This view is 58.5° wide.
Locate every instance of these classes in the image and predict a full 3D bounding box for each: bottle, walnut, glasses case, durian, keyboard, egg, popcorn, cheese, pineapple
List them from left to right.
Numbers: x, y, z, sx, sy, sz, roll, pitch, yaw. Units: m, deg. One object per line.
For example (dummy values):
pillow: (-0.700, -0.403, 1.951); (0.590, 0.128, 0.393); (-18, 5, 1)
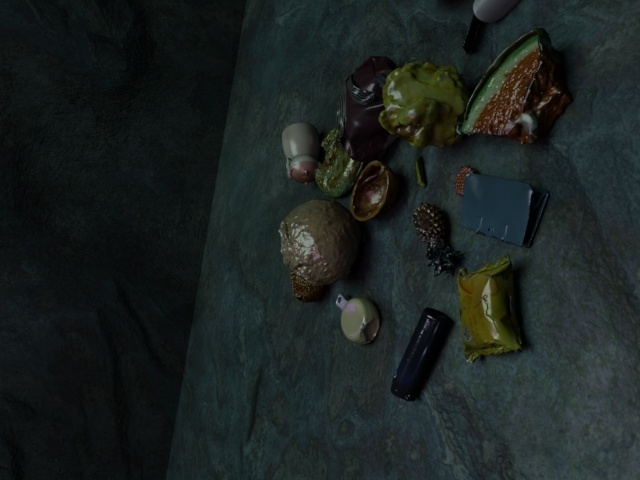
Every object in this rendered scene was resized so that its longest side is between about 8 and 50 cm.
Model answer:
bottle: (-0.067, -0.324, 2.203); (0.147, 0.148, 0.236); (-43, 47, 47)
durian: (-0.042, 0.137, 1.982); (0.158, 0.137, 0.168); (108, 169, -57)
egg: (0.000, 0.000, 1.827); (0.279, 0.279, 0.310); (-59, 18, 31)
cheese: (0.101, 0.225, 1.750); (0.227, 0.064, 0.137); (40, 111, 58)
walnut: (0.177, -0.146, 1.738); (0.211, 0.087, 0.167); (-47, 47, 47)
bottle: (0.247, 0.290, 1.444); (0.082, 0.072, 0.244); (37, 112, 50)
popcorn: (0.281, -0.353, 1.489); (0.255, 0.256, 0.195); (-43, -3, -24)
pineapple: (0.295, -0.015, 1.471); (0.103, 0.083, 0.221); (-50, 40, 42)
keyboard: (0.414, -0.599, 1.511); (0.015, 0.074, 0.196); (22, 101, 27)
glasses case: (0.471, -0.637, 1.398); (0.233, 0.092, 0.059); (-46, 41, 42)

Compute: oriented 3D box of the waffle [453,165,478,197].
waffle: (0.369, -0.147, 1.448); (0.075, 0.029, 0.083); (23, 103, 64)

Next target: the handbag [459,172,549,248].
handbag: (0.413, -0.073, 1.319); (0.221, 0.057, 0.144); (28, 110, 60)

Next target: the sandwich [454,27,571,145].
sandwich: (0.454, -0.326, 1.294); (0.212, 0.109, 0.292); (50, 125, 49)

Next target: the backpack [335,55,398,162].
backpack: (0.155, -0.438, 1.782); (0.283, 0.197, 0.317); (-52, 36, 42)

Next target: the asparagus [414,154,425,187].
asparagus: (0.284, -0.199, 1.632); (0.025, 0.021, 0.108); (-40, 45, 50)

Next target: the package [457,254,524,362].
package: (0.368, 0.150, 1.261); (0.168, 0.090, 0.226); (-30, 55, 56)

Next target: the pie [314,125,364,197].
pie: (0.072, -0.289, 2.014); (0.302, 0.067, 0.302); (-37, 46, 51)
